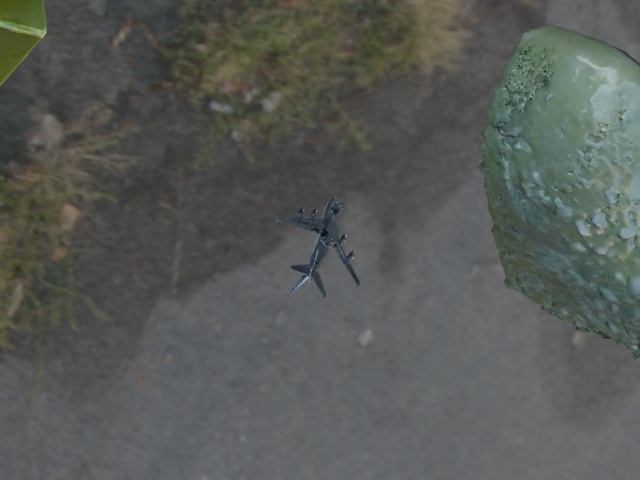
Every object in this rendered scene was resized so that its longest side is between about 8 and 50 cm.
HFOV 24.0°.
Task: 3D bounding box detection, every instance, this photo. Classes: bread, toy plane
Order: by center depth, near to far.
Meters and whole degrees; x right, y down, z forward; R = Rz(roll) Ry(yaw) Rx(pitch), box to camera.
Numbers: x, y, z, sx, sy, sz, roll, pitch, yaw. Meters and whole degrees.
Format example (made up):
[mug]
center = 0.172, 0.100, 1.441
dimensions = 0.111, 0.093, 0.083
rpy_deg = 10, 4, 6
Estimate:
[bread]
center = 0.145, -0.002, 0.747
dimensions = 0.064, 0.172, 0.232
rpy_deg = -47, 107, -20
[toy plane]
center = 0.001, 0.000, 1.029
dimensions = 0.078, 0.024, 0.084
rpy_deg = 40, 53, -23

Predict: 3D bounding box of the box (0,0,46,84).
[box]
center = -0.344, -0.098, 1.073
dimensions = 0.173, 0.311, 0.043
rpy_deg = 9, 58, -37
